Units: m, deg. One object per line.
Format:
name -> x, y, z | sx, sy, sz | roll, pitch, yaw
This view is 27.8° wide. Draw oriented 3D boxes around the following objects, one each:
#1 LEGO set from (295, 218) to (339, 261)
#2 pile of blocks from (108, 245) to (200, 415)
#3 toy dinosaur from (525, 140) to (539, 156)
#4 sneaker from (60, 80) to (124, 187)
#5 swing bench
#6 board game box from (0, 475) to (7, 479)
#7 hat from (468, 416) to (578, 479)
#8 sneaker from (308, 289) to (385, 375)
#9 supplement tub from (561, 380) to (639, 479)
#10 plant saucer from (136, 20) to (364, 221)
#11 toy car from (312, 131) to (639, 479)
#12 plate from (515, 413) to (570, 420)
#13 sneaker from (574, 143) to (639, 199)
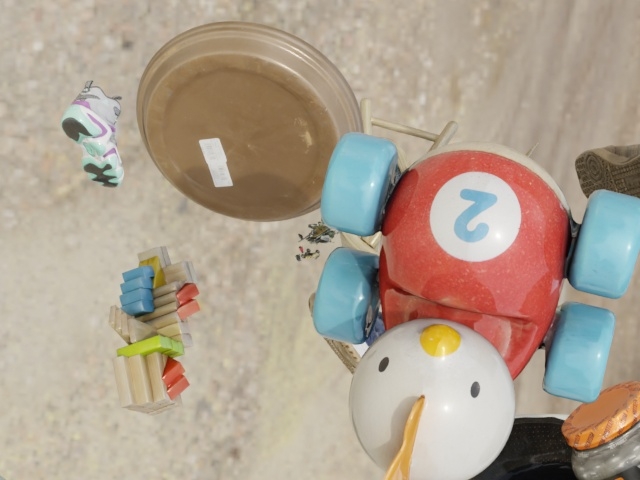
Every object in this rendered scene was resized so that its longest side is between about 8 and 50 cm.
LEGO set -> -0.002, 0.001, 1.478 | 0.083, 0.054, 0.023 | -52, 125, -36
pile of blocks -> -0.268, 0.127, 2.188 | 0.149, 0.112, 0.362 | 54, 24, -43
toy dinosaur -> 0.221, -0.071, 1.729 | 0.183, 0.092, 0.053 | -32, 105, -37
sneaker -> -0.189, -0.098, 1.140 | 0.098, 0.038, 0.069 | 74, 29, -49
swing bench -> 0.109, -0.049, 2.051 | 0.253, 0.165, 0.255 | 76, 31, -73
board game box -> -0.338, 0.408, 1.613 | 0.079, 0.253, 0.336 | -49, 120, -11
hat -> 0.273, 0.337, 1.444 | 0.331, 0.331, 0.134 | -52, 143, -55
sneaker -> 0.110, 0.121, 1.510 | 0.153, 0.099, 0.282 | -41, 119, -8
supplement tub -> 0.325, 0.240, 1.267 | 0.190, 0.117, 0.117 | 57, 28, -5
plant saucer -> -0.088, -0.127, 1.527 | 0.041, 0.277, 0.278 | -74, 160, -50
toy car -> 0.085, 0.073, 0.877 | 0.238, 0.219, 0.210 | -64, 164, -47
plate -> 0.291, 0.312, 1.866 | 0.278, 0.277, 0.045 | -73, 159, -72
sneaker -> 0.323, -0.067, 1.282 | 0.188, 0.071, 0.066 | -170, -116, -72
